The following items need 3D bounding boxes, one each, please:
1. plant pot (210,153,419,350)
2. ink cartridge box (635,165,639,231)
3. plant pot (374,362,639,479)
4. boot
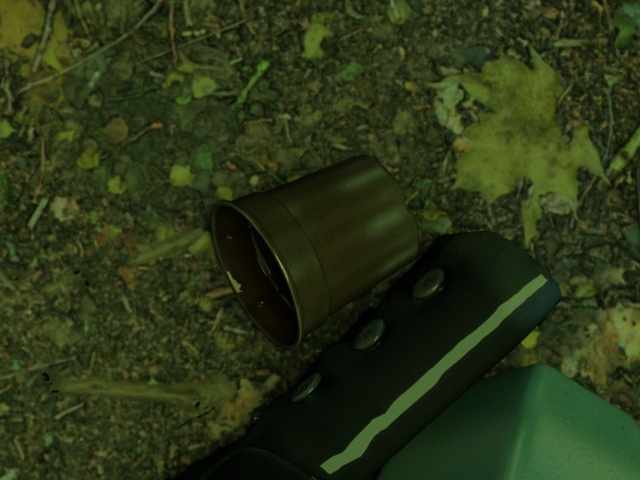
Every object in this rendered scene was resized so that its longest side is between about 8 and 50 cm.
[{"bbox_3d":[0.000,0.000,1.702,0.165,0.167,0.167,-28,94,-21],"label":"plant pot"},{"bbox_3d":[0.426,-0.040,1.857,0.135,0.056,0.099,-5,89,-15],"label":"ink cartridge box"},{"bbox_3d":[0.199,0.270,1.676,0.247,0.248,0.252,31,59,-26],"label":"plant pot"},{"bbox_3d":[0.068,0.181,1.609,0.445,0.367,0.146,-37,116,-14],"label":"boot"}]
